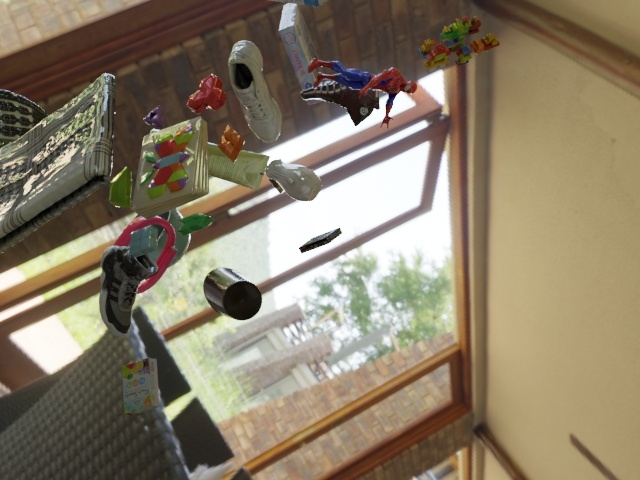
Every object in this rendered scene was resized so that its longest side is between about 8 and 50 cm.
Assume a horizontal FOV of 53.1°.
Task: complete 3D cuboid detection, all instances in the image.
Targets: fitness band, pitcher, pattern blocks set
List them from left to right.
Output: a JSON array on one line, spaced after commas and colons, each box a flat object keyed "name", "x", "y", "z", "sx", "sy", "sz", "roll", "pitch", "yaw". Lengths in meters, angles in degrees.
[{"name": "fitness band", "x": -0.608, "y": 0.050, "z": 2.180, "sx": 0.054, "sy": 0.290, "sz": 0.209, "roll": 29, "pitch": -5, "yaw": 42}, {"name": "pattern blocks set", "x": -0.265, "y": -0.136, "z": 1.148, "sx": 0.026, "sy": 0.285, "sz": 0.324, "roll": 44, "pitch": 24, "yaw": -52}, {"name": "pitcher", "x": -0.112, "y": -0.227, "z": 2.360, "sx": 0.207, "sy": 0.125, "sz": 0.178, "roll": 31, "pitch": 17, "yaw": 19}]

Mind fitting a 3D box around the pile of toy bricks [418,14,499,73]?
[{"name": "pile of toy bricks", "x": 0.346, "y": -0.516, "z": 1.611, "sx": 0.105, "sy": 0.212, "sz": 0.118, "roll": 93, "pitch": -26, "yaw": -64}]

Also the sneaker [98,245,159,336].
[{"name": "sneaker", "x": -0.544, "y": 0.132, "z": 1.823, "sx": 0.101, "sy": 0.153, "sz": 0.268, "roll": 21, "pitch": 57, "yaw": -60}]

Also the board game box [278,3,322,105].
[{"name": "board game box", "x": -0.072, "y": -0.748, "z": 2.544, "sx": 0.318, "sy": 0.066, "sz": 0.318, "roll": -89, "pitch": 160, "yaw": -54}]

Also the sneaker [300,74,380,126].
[{"name": "sneaker", "x": 0.074, "y": -0.466, "z": 2.200, "sx": 0.106, "sy": 0.281, "sz": 0.162, "roll": -53, "pitch": 135, "yaw": -60}]

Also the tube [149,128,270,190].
[{"name": "tube", "x": -0.229, "y": -0.165, "z": 1.300, "sx": 0.070, "sy": 0.240, "sz": 0.062, "roll": 157, "pitch": -54, "yaw": -75}]

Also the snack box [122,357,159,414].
[{"name": "snack box", "x": -0.512, "y": 0.415, "z": 1.824, "sx": 0.037, "sy": 0.100, "sz": 0.141, "roll": 34, "pitch": 40, "yaw": -56}]

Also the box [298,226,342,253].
[{"name": "box", "x": 0.000, "y": 0.000, "z": 2.215, "sx": 0.137, "sy": 0.094, "sz": 0.027, "roll": -21, "pitch": -80, "yaw": 40}]

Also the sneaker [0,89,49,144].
[{"name": "sneaker", "x": -0.944, "y": -0.301, "z": 1.745, "sx": 0.182, "sy": 0.411, "sz": 0.158, "roll": 121, "pitch": -35, "yaw": -60}]

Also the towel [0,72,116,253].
[{"name": "towel", "x": -0.492, "y": -0.134, "z": 1.124, "sx": 0.056, "sy": 0.324, "sz": 0.312, "roll": 45, "pitch": 22, "yaw": -42}]

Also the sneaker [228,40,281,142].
[{"name": "sneaker", "x": -0.202, "y": -0.408, "z": 1.845, "sx": 0.152, "sy": 0.114, "sz": 0.305, "roll": -77, "pitch": 153, "yaw": -55}]

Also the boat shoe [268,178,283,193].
[{"name": "boat shoe", "x": -0.155, "y": -0.288, "z": 2.784, "sx": 0.092, "sy": 0.103, "sz": 0.285, "roll": 43, "pitch": 24, "yaw": -7}]

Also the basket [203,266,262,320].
[{"name": "basket", "x": -0.280, "y": 0.184, "z": 2.112, "sx": 0.204, "sy": 0.154, "sz": 0.227, "roll": 44, "pitch": -12, "yaw": -14}]

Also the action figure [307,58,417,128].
[{"name": "action figure", "x": 0.096, "y": -0.369, "z": 1.589, "sx": 0.280, "sy": 0.139, "sz": 0.091, "roll": 11, "pitch": -23, "yaw": 22}]

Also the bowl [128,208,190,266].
[{"name": "bowl", "x": -0.639, "y": -0.004, "z": 2.555, "sx": 0.163, "sy": 0.311, "sz": 0.311, "roll": 36, "pitch": 7, "yaw": -38}]

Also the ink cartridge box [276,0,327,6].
[{"name": "ink cartridge box", "x": -0.059, "y": -0.802, "z": 1.856, "sx": 0.233, "sy": 0.168, "sz": 0.171, "roll": 24, "pitch": -33, "yaw": 38}]
